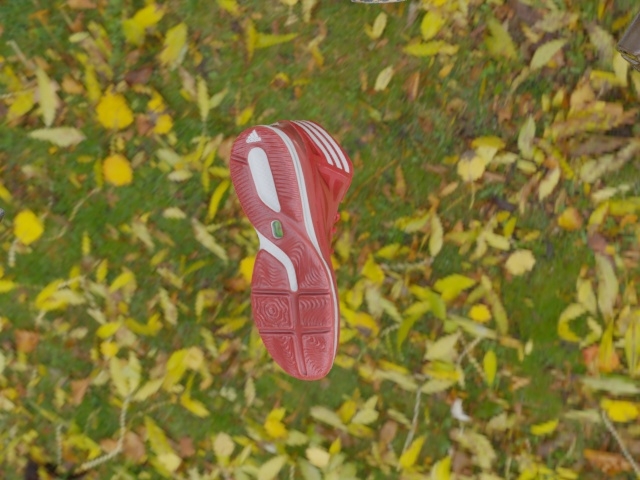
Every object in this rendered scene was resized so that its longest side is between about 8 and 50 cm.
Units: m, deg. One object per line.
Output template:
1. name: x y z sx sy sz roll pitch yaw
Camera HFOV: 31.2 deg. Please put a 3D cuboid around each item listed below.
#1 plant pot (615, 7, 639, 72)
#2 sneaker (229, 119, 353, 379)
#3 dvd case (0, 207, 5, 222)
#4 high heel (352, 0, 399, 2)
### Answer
1. plant pot: 0.480 -0.278 1.475 0.167 0.167 0.165 35 98 -3
2. sneaker: 0.000 0.000 0.991 0.087 0.128 0.221 1 106 32
3. dvd case: -0.318 -0.042 0.656 0.238 0.179 0.030 30 106 -6
4. high heel: 0.152 -0.492 1.837 0.261 0.093 0.186 -27 147 -6
